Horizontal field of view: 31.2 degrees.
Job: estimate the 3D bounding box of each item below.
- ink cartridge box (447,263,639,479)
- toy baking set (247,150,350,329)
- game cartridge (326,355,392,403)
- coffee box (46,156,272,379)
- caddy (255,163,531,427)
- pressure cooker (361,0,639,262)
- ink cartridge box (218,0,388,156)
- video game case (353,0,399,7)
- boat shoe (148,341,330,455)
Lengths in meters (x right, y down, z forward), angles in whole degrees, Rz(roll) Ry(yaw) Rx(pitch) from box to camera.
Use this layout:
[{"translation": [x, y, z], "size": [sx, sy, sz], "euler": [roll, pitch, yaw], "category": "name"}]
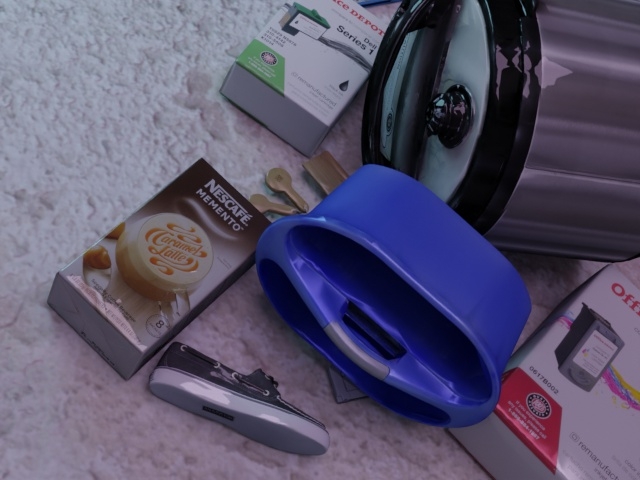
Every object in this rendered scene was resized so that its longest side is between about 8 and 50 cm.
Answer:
[{"translation": [0.349, 0.211, 1.488], "size": [0.226, 0.131, 0.306], "euler": [45, 58, 6], "category": "ink cartridge box"}, {"translation": [0.006, -0.002, 1.531], "size": [0.196, 0.030, 0.256], "euler": [-8, 66, -22], "category": "toy baking set"}, {"translation": [0.051, 0.174, 1.459], "size": [0.083, 0.017, 0.056], "euler": [-7, 70, -25], "category": "game cartridge"}, {"translation": [-0.189, 0.031, 1.392], "size": [0.141, 0.098, 0.246], "euler": [43, 57, 4], "category": "coffee box"}, {"translation": [0.081, 0.078, 1.363], "size": [0.341, 0.241, 0.179], "euler": [41, 55, -2], "category": "caddy"}, {"translation": [0.258, -0.169, 1.508], "size": [0.420, 0.375, 0.370], "euler": [5, 63, -20], "category": "pressure cooker"}, {"translation": [-0.013, -0.251, 1.615], "size": [0.160, 0.092, 0.219], "euler": [35, 57, -1], "category": "ink cartridge box"}, {"translation": [0.051, -0.412, 1.773], "size": [0.166, 0.015, 0.119], "euler": [-16, 71, -28], "category": "video game case"}, {"translation": [-0.089, 0.185, 1.368], "size": [0.228, 0.080, 0.076], "euler": [21, 59, -1], "category": "boat shoe"}]
